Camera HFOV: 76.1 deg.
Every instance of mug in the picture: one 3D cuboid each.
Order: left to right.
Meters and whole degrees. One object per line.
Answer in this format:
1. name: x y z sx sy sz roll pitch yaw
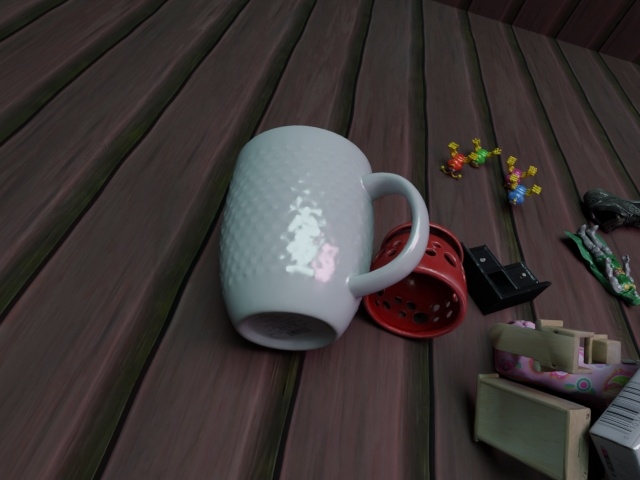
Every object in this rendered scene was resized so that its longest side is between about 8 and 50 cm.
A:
1. mug: 0.000 0.000 0.710 0.374 0.276 0.328 -13 52 24

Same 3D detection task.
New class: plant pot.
1. plant pot: 0.188 0.069 0.809 0.191 0.191 0.174 20 41 1

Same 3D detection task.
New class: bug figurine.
1. bug figurine: 0.503 -0.201 1.197 0.279 0.072 0.216 35 44 20

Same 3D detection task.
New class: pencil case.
1. pencil case: 0.488 0.248 0.783 0.284 0.124 0.124 19 49 4

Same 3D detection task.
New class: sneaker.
1. sneaker: 0.889 -0.064 1.187 0.228 0.087 0.130 21 50 6

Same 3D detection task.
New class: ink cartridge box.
1. ink cartridge box: 0.576 0.317 0.633 0.324 0.071 0.330 -33 106 -22

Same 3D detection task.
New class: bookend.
1. bookend: 0.407 0.072 0.941 0.157 0.072 0.156 -9 54 -23

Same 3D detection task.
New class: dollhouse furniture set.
1. dollhouse furniture set: 0.463 0.289 0.712 0.356 0.174 0.303 6 86 -26

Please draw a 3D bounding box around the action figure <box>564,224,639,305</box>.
1. action figure: 0.748 0.064 1.057 0.137 0.063 0.232 -1 55 -21
